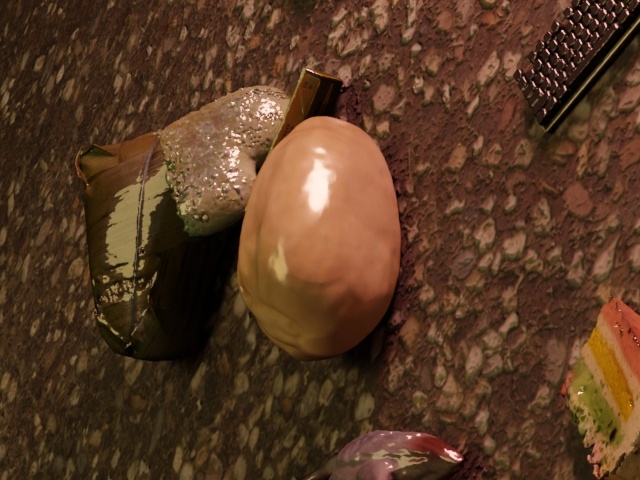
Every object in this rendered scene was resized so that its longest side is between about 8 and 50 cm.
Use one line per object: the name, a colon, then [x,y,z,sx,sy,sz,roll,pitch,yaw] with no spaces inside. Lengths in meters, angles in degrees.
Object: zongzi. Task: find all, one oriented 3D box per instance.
zongzi: [-0.152,-0.016,2.219,0.361,0.160,0.322,-17,74,25]

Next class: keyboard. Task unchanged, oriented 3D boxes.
keyboard: [0.303,-0.252,1.660,0.317,0.027,0.106,-53,35,30]

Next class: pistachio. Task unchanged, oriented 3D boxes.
pistachio: [0.000,0.000,1.899,0.187,0.188,0.299,-35,40,47]

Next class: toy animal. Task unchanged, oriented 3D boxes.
toy animal: [0.052,0.253,1.717,0.195,0.090,0.324,-38,15,2]

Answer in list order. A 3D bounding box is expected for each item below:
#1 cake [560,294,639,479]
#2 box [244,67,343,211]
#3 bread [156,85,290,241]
cake: [0.285,0.143,1.459,0.225,0.090,0.109,-103,36,-71]
box: [-0.032,-0.121,2.072,0.193,0.030,0.121,-67,-11,8]
bread: [-0.135,-0.115,2.115,0.172,0.064,0.232,19,68,31]
